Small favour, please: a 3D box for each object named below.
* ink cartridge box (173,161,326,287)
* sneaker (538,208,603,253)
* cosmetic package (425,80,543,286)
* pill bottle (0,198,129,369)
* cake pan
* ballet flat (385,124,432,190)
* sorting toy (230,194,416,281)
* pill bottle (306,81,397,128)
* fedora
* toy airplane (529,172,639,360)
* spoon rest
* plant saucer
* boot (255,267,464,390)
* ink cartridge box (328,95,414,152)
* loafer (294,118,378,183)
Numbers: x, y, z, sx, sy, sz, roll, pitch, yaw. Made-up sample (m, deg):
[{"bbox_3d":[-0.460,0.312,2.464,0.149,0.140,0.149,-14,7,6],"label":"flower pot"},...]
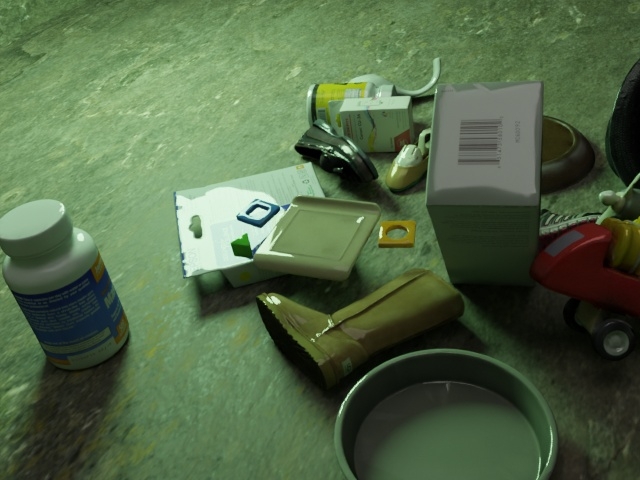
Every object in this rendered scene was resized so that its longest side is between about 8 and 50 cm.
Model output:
[{"bbox_3d":[-0.131,-0.032,1.425,0.307,0.072,0.303,-15,38,-4],"label":"ink cartridge box"},{"bbox_3d":[0.432,-0.028,1.281,0.171,0.063,0.074,-15,42,1],"label":"sneaker"},{"bbox_3d":[0.263,-0.070,1.094,0.155,0.365,0.196,1,72,18],"label":"cosmetic package"},{"bbox_3d":[-0.432,0.073,1.177,0.152,0.272,0.152,-6,36,5],"label":"pill bottle"},{"bbox_3d":[0.166,0.269,0.951,0.293,0.054,0.293,-6,36,5],"label":"cake pan"},{"bbox_3d":[0.214,-0.195,1.553,0.080,0.073,0.232,18,44,33],"label":"ballet flat"},{"bbox_3d":[0.000,0.000,1.265,0.348,0.047,0.196,8,43,22],"label":"sorting toy"},{"bbox_3d":[0.079,-0.329,1.731,0.209,0.119,0.119,1,37,14],"label":"pill bottle"},{"bbox_3d":[0.660,-0.219,1.354,0.334,0.333,0.152,-20,6,-13],"label":"fedora"},{"bbox_3d":[0.554,0.010,1.019,0.386,0.272,0.384,8,18,44],"label":"toy airplane"},{"bbox_3d":[0.183,-0.401,1.832,0.277,0.084,0.137,-15,5,2],"label":"spoon rest"},{"bbox_3d":[0.434,-0.202,1.534,0.311,0.050,0.310,-7,35,5],"label":"plant saucer"},{"bbox_3d":[0.060,0.116,1.167,0.270,0.089,0.236,-27,45,-24],"label":"boot"},{"bbox_3d":[0.114,-0.269,1.643,0.198,0.115,0.067,0,38,16],"label":"ink cartridge box"},{"bbox_3d":[0.030,-0.183,1.578,0.095,0.109,0.302,-37,34,-3],"label":"loafer"}]
